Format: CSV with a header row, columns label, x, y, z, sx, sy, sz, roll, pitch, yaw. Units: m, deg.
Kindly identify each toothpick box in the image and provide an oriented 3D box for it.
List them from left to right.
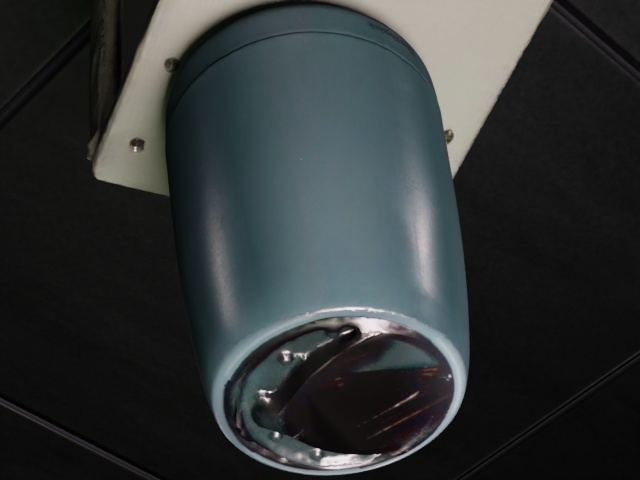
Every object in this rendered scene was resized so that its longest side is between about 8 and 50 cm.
label,x,y,z,sx,sy,sz,roll,pitch,yaw
toothpick box,0.000,0.000,0.649,0.120,0.184,0.120,-4,133,-5

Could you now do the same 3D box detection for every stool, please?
label,x,y,z,sx,sy,sz,roll,pitch,yaw
stool,0.004,-0.179,0.778,0.170,0.243,0.269,13,130,-19
